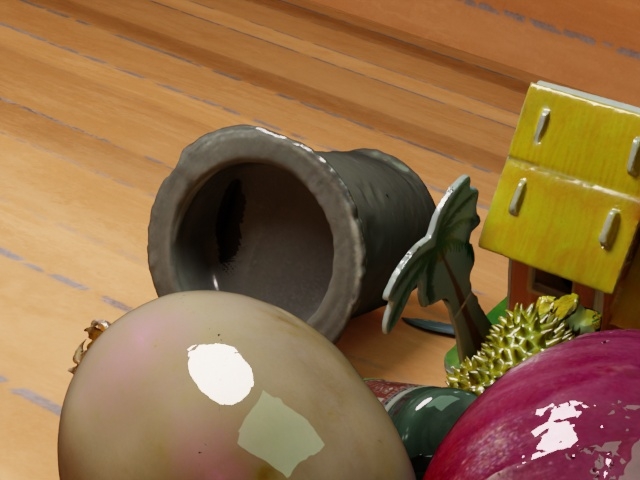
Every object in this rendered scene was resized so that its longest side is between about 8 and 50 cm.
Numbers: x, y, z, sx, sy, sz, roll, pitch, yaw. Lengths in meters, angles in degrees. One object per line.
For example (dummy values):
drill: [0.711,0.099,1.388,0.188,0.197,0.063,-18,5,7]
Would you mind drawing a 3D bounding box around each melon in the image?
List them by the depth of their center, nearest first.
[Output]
melon: [-0.059,0.161,0.954,0.223,0.223,0.317,2,29,-31]

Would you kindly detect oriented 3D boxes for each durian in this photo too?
durian: [0.172,0.150,1.187,0.146,0.198,0.159,4,26,-13]

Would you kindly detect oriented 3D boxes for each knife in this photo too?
knife: [0.245,0.118,1.606,0.313,0.019,0.044,12,11,-4]

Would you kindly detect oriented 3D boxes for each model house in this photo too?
model house: [0.260,0.037,1.367,0.300,0.323,0.340,20,37,31]

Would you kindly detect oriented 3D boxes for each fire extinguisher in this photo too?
fire extinguisher: [0.076,0.152,1.091,0.118,0.093,0.294,-9,0,-19]

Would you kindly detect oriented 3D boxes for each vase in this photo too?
vase: [0.000,0.000,1.479,0.245,0.245,0.291,23,15,25]

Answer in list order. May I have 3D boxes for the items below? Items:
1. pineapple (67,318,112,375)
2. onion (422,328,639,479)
pineapple: [-0.148,0.111,1.274,0.137,0.069,0.116,-2,24,-43]
onion: [0.221,0.207,0.827,0.358,0.345,0.358,10,46,-10]
